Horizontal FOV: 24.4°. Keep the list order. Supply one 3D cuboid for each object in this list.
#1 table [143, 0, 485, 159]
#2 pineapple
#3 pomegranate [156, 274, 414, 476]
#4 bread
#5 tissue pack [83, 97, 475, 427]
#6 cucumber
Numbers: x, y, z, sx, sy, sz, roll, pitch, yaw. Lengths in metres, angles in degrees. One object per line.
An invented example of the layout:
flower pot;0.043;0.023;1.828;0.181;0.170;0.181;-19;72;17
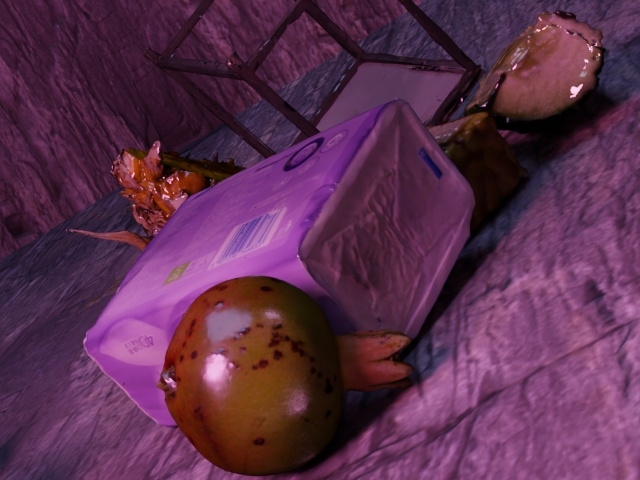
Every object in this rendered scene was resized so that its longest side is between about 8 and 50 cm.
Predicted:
table;-0.018;-0.231;1.905;0.222;0.272;0.335;-53;25;-9
pineapple;-0.140;-0.022;1.925;0.161;0.334;0.158;32;99;39
pomegranate;-0.029;0.104;1.181;0.205;0.159;0.159;-6;10;-7
bread;0.104;-0.053;1.564;0.181;0.096;0.222;-43;16;-31
tissue pack;-0.041;0.033;1.415;0.338;0.160;0.242;-23;25;45
cucumber;0.239;-0.175;1.678;0.145;0.105;0.325;-55;3;4
